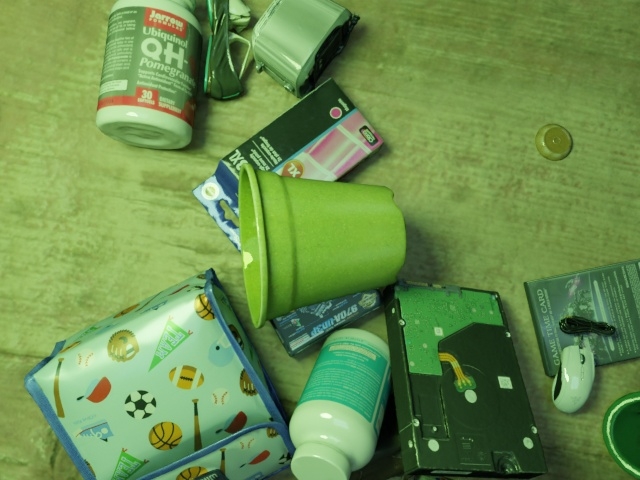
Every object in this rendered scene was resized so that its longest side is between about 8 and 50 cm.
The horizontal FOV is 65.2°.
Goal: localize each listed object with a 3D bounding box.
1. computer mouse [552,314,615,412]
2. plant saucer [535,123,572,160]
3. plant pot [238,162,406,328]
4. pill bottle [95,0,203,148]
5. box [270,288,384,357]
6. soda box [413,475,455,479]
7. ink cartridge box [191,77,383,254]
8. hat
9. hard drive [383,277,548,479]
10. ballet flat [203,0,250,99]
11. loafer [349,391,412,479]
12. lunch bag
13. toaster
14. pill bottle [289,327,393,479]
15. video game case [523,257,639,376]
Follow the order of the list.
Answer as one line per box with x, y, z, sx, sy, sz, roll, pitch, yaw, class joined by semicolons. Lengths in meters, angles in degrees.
0.511;0.246;0.986;0.106;0.042;0.193;15;83;-2;computer mouse
0.507;-0.214;1.080;0.083;0.015;0.083;0;83;-3;plant saucer
0.000;0.000;0.869;0.254;0.276;0.276;-4;83;-14;plant pot
-0.323;-0.353;0.970;0.176;0.176;0.318;4;83;-3;pill bottle
-0.007;0.101;0.995;0.220;0.051;0.175;-29;85;-6;box
0.192;0.590;0.924;0.091;0.098;0.286;18;82;-1;soda box
-0.068;-0.151;1.020;0.371;0.069;0.175;-38;87;-4;ink cartridge box
0.702;0.404;1.012;0.209;0.183;0.173;2;72;39;hat
0.242;0.236;0.892;0.237;0.064;0.339;8;53;-15;hard drive
-0.194;-0.430;1.036;0.096;0.095;0.280;0;93;-13;ballet flat
0.159;0.371;0.952;0.366;0.134;0.130;-17;121;-7;loafer
-0.244;0.296;0.875;0.328;0.239;0.385;-25;101;-6;lunch bag
-0.037;-0.415;1.019;0.146;0.129;0.227;34;84;4;toaster
0.037;0.286;0.862;0.146;0.264;0.146;10;124;15;pill bottle
0.575;0.155;1.034;0.274;0.026;0.196;-11;84;-3;video game case
